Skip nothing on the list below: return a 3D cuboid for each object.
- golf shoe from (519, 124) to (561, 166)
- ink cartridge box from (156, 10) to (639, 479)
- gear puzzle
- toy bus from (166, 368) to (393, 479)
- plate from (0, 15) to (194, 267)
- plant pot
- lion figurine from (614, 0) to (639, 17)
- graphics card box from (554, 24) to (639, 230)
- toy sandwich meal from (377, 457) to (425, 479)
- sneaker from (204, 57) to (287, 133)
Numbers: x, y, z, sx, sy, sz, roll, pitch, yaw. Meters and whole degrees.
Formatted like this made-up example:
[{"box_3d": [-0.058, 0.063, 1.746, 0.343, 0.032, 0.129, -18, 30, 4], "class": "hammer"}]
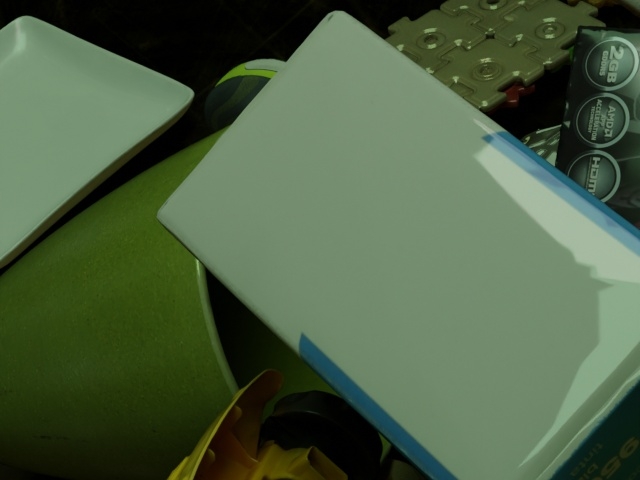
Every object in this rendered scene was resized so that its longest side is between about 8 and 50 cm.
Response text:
[{"box_3d": [0.185, -0.044, 1.371, 0.198, 0.077, 0.094, -29, 27, -15], "class": "golf shoe"}, {"box_3d": [0.124, 0.077, 0.985, 0.166, 0.395, 0.285, -48, 56, 0], "class": "ink cartridge box"}, {"box_3d": [0.166, -0.183, 1.535, 0.339, 0.044, 0.175, -34, 44, -21], "class": "gear puzzle"}, {"box_3d": [-0.025, 0.222, 0.981, 0.211, 0.220, 0.149, -44, 9, 39], "class": "toy bus"}, {"box_3d": [-0.301, -0.093, 1.583, 0.278, 0.045, 0.277, 26, 59, 36], "class": "plate"}, {"box_3d": [-0.131, 0.077, 1.223, 0.293, 0.275, 0.275, -16, 40, 28], "class": "plant pot"}, {"box_3d": [0.329, -0.263, 1.483, 0.142, 0.240, 0.392, -29, 53, 31], "class": "lion figurine"}, {"box_3d": [0.358, -0.031, 1.205, 0.371, 0.094, 0.233, 7, 81, 25], "class": "graphics card box"}, {"box_3d": [0.039, 0.195, 1.195, 0.085, 0.029, 0.085, -4, 43, 4], "class": "toy sandwich meal"}, {"box_3d": [-0.011, -0.065, 1.379, 0.121, 0.111, 0.300, -48, 43, -16], "class": "sneaker"}]
